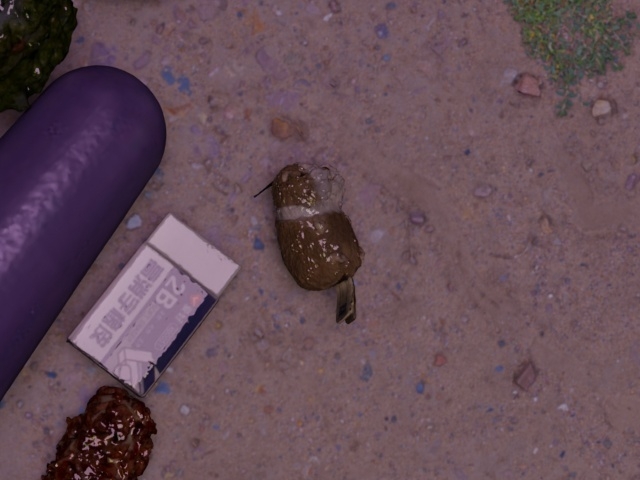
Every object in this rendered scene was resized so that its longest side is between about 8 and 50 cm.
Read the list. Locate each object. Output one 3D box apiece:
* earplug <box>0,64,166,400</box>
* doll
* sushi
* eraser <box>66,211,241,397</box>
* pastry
[{"bbox_3d":[-0.357,-0.020,1.767,0.215,0.215,0.456,37,75,-4],"label":"earplug"},{"bbox_3d":[0.002,0.003,1.875,0.115,0.105,0.221,-24,88,24],"label":"doll"},{"bbox_3d":[-0.477,-0.303,1.743,0.294,0.178,0.352,-36,70,-8],"label":"sushi"},{"bbox_3d":[-0.212,0.083,1.845,0.124,0.068,0.210,37,78,-2],"label":"eraser"},{"bbox_3d":[-0.282,0.284,1.798,0.115,0.097,0.208,33,77,-16],"label":"pastry"}]
